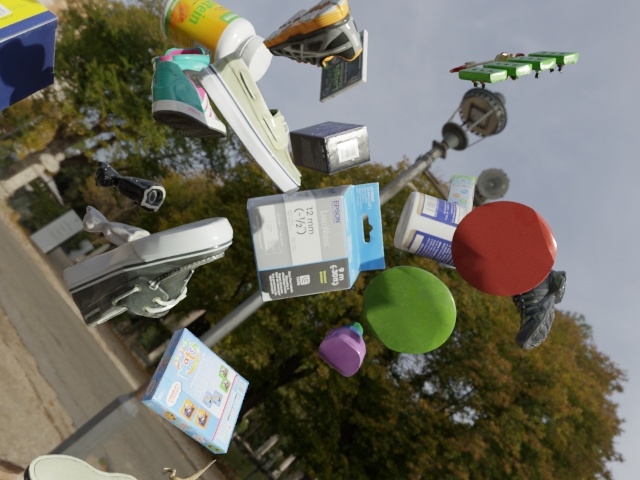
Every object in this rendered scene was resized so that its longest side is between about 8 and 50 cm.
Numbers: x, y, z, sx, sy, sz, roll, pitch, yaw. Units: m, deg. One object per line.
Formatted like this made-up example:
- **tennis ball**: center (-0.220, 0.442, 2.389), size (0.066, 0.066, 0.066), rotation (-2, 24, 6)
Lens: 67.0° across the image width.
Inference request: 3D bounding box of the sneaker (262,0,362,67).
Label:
- **sneaker**: center (-0.017, -0.304, 0.741), size (0.083, 0.084, 0.214), rotation (49, -14, -30)

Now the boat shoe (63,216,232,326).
- **boat shoe**: center (-0.252, 0.055, 0.731), size (0.335, 0.121, 0.119), rotation (-18, -86, 32)

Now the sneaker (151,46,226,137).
- **sneaker**: center (-0.289, -0.333, 1.079), size (0.295, 0.123, 0.179), rotation (-2, 91, -85)

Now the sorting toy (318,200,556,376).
- **sorting toy**: center (0.152, 0.066, 0.693), size (0.365, 0.126, 0.127), rotation (-39, -89, 25)

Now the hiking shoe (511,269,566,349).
- **hiking shoe**: center (0.500, 0.156, 1.156), size (0.114, 0.227, 0.086), rotation (18, -32, 37)

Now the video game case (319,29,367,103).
- **video game case**: center (0.070, -0.539, 1.500), size (0.173, 0.191, 0.022), rotation (-15, -27, 40)

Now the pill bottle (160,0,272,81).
- **pill bottle**: center (-0.242, -0.483, 1.153), size (0.245, 0.136, 0.136), rotation (32, -24, 8)

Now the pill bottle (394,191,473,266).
- **pill bottle**: center (0.240, -0.011, 0.895), size (0.186, 0.112, 0.112), rotation (19, -25, 2)

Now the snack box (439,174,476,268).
- **snack box**: center (0.387, -0.052, 1.367), size (0.070, 0.207, 0.175), rotation (10, -36, 18)

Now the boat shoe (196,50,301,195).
- **boat shoe**: center (-0.111, -0.214, 0.929), size (0.302, 0.094, 0.109), rotation (53, 3, -36)

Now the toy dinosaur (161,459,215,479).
- **toy dinosaur**: center (-0.328, 0.558, 1.099), size (0.092, 0.183, 0.053), rotation (4, -78, 33)

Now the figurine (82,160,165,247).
- **figurine**: center (-0.547, -0.086, 1.303), size (0.209, 0.215, 0.092), rotation (24, 10, 17)

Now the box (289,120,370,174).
- **box**: center (0.025, -0.279, 1.429), size (0.207, 0.153, 0.108), rotation (26, -48, 53)

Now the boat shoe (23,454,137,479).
- **boat shoe**: center (-0.414, 0.439, 0.834), size (0.233, 0.079, 0.084), rotation (51, 3, -43)

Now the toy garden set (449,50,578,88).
- **toy garden set**: center (0.427, -0.396, 1.131), size (0.204, 0.244, 0.049), rotation (-137, -147, -58)

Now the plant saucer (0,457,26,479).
- **plant saucer**: center (-0.626, 0.542, 0.891), size (0.310, 0.050, 0.310), rotation (41, 5, -5)

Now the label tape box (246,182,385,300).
- **label tape box**: center (0.000, 0.000, 1.245), size (0.115, 0.347, 0.249), rotation (-110, -167, -71)

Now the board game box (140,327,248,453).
- **board game box**: center (-0.244, 0.305, 0.979), size (0.039, 0.160, 0.212), rotation (-18, -54, 29)

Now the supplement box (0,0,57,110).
- **supplement box**: center (-0.784, -0.481, 1.035), size (0.356, 0.195, 0.194), rotation (37, -43, -5)
